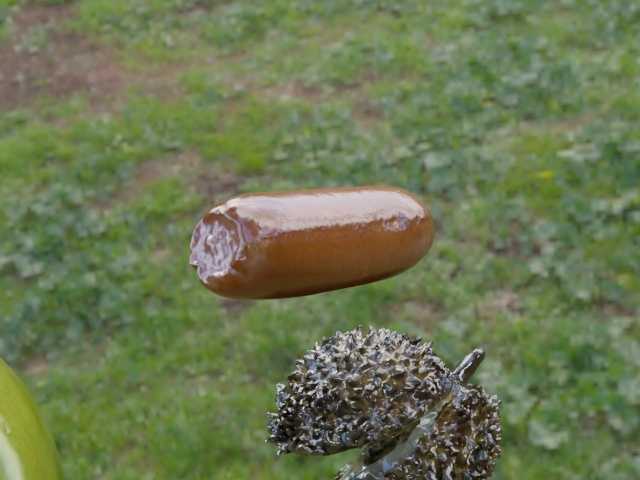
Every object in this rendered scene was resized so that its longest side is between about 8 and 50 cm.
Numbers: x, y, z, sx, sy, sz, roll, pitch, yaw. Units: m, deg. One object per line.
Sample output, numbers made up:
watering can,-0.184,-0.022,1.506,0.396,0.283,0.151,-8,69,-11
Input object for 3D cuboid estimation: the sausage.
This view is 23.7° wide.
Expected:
sausage,0.000,0.000,1.036,0.197,0.076,0.076,-8,20,-44

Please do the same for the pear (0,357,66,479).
pear,-0.177,0.106,0.472,0.216,0.180,0.166,-23,5,30

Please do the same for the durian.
durian,0.060,0.150,1.240,0.196,0.196,0.167,-8,14,4
